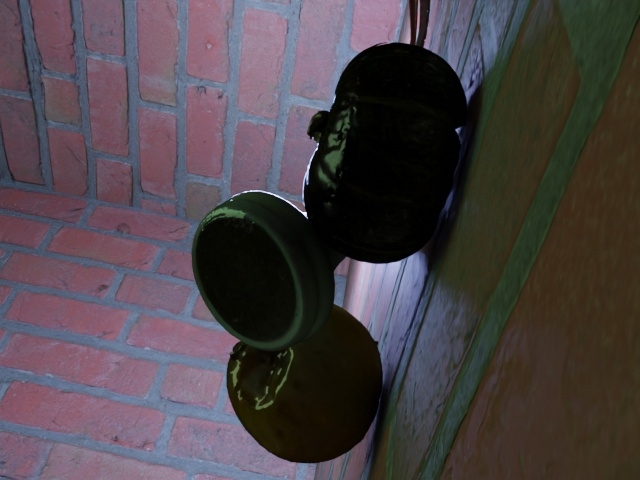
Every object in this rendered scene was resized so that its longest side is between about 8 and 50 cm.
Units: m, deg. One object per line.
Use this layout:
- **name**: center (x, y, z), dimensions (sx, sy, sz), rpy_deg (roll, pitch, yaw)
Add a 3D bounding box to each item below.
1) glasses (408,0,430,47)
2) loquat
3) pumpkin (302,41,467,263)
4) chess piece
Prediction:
- **glasses**: center (0.189, -0.421, 1.344), dimensions (0.234, 0.118, 0.269), rpy_deg (-85, -9, -82)
- **loquat**: center (-0.015, 0.196, 1.031), dimensions (0.244, 0.243, 0.244), rpy_deg (11, -90, -89)
- **pumpkin**: center (0.062, -0.090, 0.770), dimensions (0.238, 0.159, 0.238), rpy_deg (14, -90, -85)
- **chess piece**: center (0.000, 0.000, 0.949), dimensions (0.299, 0.194, 0.195), rpy_deg (-28, -42, -46)
